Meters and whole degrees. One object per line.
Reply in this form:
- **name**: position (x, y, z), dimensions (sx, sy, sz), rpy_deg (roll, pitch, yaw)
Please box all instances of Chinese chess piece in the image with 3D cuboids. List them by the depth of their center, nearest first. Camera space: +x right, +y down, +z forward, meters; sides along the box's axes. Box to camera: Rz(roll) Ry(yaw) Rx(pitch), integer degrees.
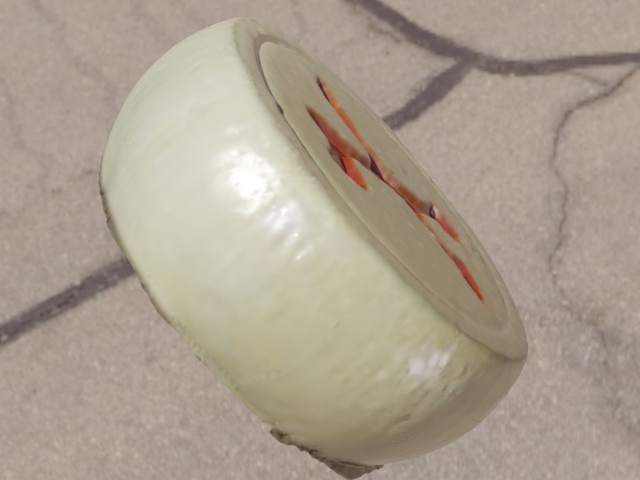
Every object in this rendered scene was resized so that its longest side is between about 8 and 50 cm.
- **Chinese chess piece**: position (0.000, 0.000, 0.756), dimensions (0.140, 0.338, 0.338), rpy_deg (-40, 44, 15)
